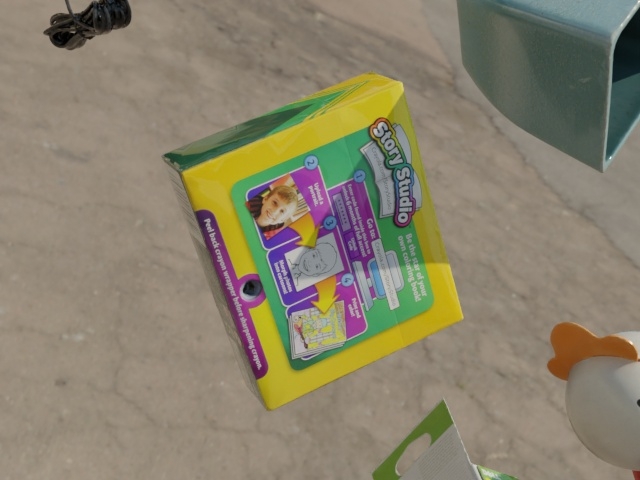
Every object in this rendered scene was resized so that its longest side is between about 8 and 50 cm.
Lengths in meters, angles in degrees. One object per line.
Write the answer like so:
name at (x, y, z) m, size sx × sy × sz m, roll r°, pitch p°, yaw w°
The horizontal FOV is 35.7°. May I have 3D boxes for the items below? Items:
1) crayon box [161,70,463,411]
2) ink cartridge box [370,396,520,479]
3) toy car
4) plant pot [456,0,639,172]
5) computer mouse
crayon box at (0.000, 0.000, 1.334) m, size 0.313 × 0.363 × 0.106 m, roll -24°, pitch 24°, yaw -15°
ink cartridge box at (0.191, 0.381, 1.405) m, size 0.097 × 0.189 × 0.255 m, roll 23°, pitch 28°, yaw -30°
toy car at (0.288, 0.139, 0.787) m, size 0.238 × 0.210 × 0.219 m, roll 37°, pitch 60°, yaw -8°
plant pot at (0.328, -0.291, 1.341) m, size 0.252 × 0.247 × 0.248 m, roll 26°, pitch 63°, yaw 28°
computer mouse at (-0.296, -0.309, 1.005) m, size 0.184 × 0.262 × 0.060 m, roll 6°, pitch 38°, yaw 49°
